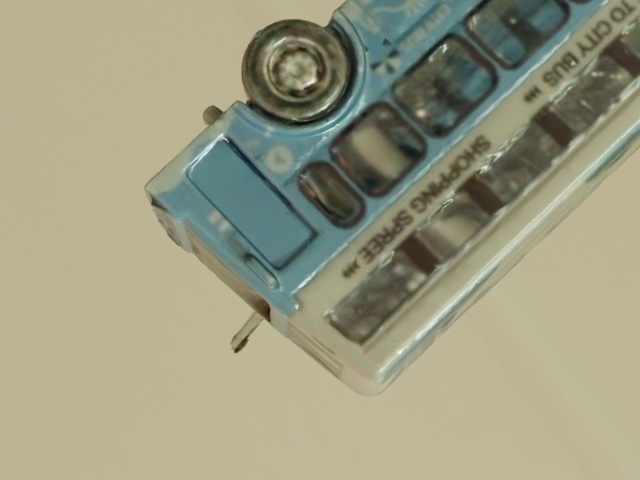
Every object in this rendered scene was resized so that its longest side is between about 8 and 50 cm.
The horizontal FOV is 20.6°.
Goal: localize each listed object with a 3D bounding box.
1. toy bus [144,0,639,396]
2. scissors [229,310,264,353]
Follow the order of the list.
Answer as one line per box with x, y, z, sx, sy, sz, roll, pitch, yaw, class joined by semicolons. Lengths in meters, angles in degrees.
0.076;-0.076;0.700;0.297;0.131;0.106;-44;174;-7;toy bus
0.001;0.001;1.460;0.360;0.029;0.191;-54;-174;46;scissors
